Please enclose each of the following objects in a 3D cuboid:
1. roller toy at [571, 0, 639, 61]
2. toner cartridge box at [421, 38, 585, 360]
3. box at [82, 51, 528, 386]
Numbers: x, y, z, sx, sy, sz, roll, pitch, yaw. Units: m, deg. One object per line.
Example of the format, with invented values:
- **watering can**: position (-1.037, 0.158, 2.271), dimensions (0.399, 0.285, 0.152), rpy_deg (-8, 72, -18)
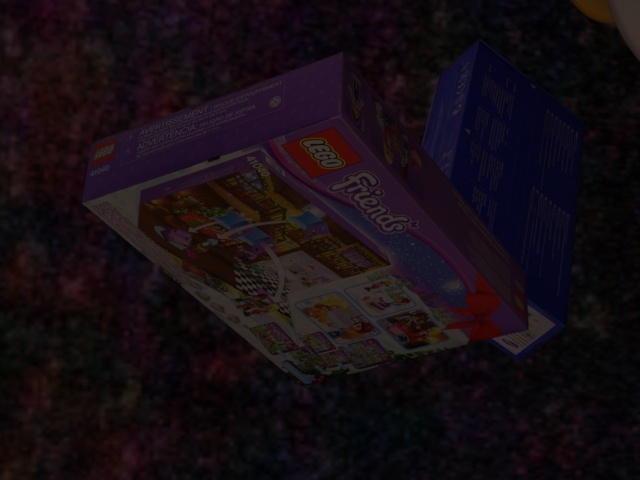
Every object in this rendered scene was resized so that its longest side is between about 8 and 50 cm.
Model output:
- **roller toy**: position (0.252, -0.165, 0.761), dimensions (0.191, 0.209, 0.146), rpy_deg (-59, 0, 44)
- **toner cartridge box**: position (0.183, -0.052, 1.470), dimensions (0.075, 0.165, 0.348), rpy_deg (-41, 20, 36)
- **box**: position (0.000, 0.000, 1.016), dimensions (0.201, 0.293, 0.057), rpy_deg (-16, 52, 25)
